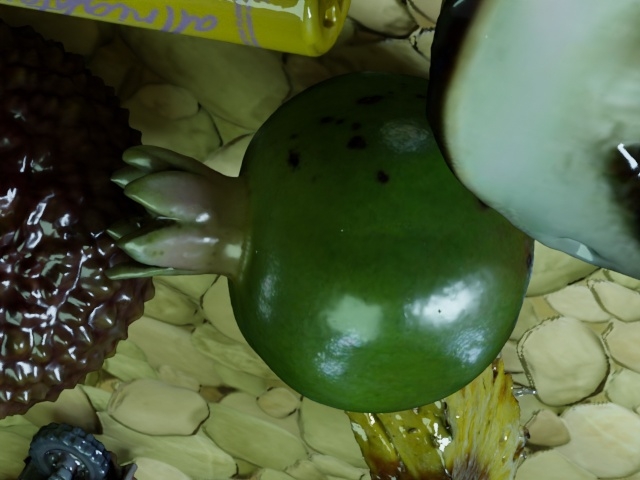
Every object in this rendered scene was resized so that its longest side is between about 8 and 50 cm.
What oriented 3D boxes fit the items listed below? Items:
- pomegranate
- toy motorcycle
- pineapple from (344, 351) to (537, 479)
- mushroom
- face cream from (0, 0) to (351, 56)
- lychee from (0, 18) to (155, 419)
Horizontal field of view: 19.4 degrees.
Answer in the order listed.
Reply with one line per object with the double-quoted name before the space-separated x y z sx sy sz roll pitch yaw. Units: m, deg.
"pomegranate" 0.000 -0.002 0.988 0.225 0.187 0.187 5 147 -15
"toy motorcycle" -0.199 0.217 1.482 0.118 0.084 0.212 34 138 -5
"pineapple" 0.079 0.126 1.190 0.079 0.135 0.233 12 136 27
"mushroom" 0.156 -0.116 0.801 0.189 0.164 0.267 13 147 17
"face cream" -0.121 -0.151 0.940 0.273 0.078 0.078 11 143 14
"lychee" -0.225 -0.010 1.079 0.271 0.271 0.271 13 144 10
